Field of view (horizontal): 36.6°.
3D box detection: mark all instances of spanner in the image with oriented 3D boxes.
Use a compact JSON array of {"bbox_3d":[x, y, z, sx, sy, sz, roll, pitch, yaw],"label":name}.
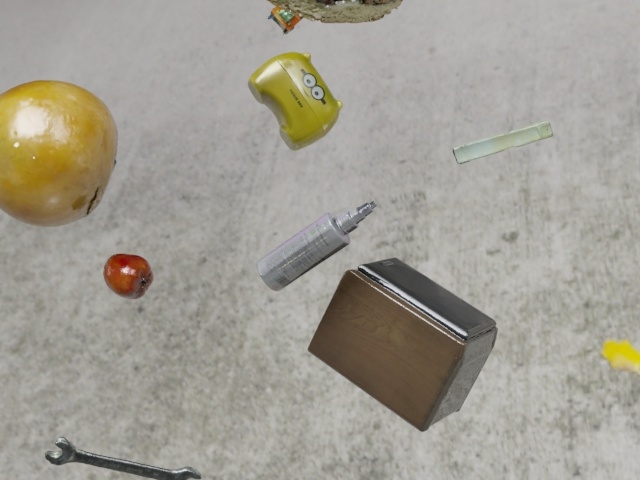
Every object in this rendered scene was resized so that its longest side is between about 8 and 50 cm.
[{"bbox_3d":[-0.321,0.369,1.577,0.254,0.054,0.015,16,23,-11],"label":"spanner"}]

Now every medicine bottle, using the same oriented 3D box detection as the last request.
[{"bbox_3d":[0.000,0.000,1.399,0.199,0.057,0.057,-35,39,17],"label":"medicine bottle"}]

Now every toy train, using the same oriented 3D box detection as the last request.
[{"bbox_3d":[-0.076,-0.565,2.389,0.099,0.072,0.188,-47,10,5],"label":"toy train"}]

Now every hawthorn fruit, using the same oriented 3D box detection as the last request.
[{"bbox_3d":[-0.346,0.059,1.713,0.093,0.081,0.081,21,56,26],"label":"hawthorn fruit"}]

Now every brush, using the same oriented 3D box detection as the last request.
[{"bbox_3d":[0.316,-0.171,1.684,0.179,0.033,0.030,-16,5,-3],"label":"brush"}]

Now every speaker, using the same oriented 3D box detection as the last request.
[{"bbox_3d":[0.132,0.159,1.522,0.231,0.192,0.153,32,19,24],"label":"speaker"}]

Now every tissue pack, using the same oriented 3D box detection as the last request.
[{"bbox_3d":[-0.046,-0.271,1.852,0.127,0.178,0.123,-34,6,-9],"label":"tissue pack"}]

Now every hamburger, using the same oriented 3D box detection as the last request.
[{"bbox_3d":[0.023,-0.513,1.837,0.282,0.155,0.245,30,45,3],"label":"hamburger"}]

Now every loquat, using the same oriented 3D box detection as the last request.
[{"bbox_3d":[-0.469,-0.151,1.683,0.263,0.263,0.263,-12,43,11],"label":"loquat"}]
